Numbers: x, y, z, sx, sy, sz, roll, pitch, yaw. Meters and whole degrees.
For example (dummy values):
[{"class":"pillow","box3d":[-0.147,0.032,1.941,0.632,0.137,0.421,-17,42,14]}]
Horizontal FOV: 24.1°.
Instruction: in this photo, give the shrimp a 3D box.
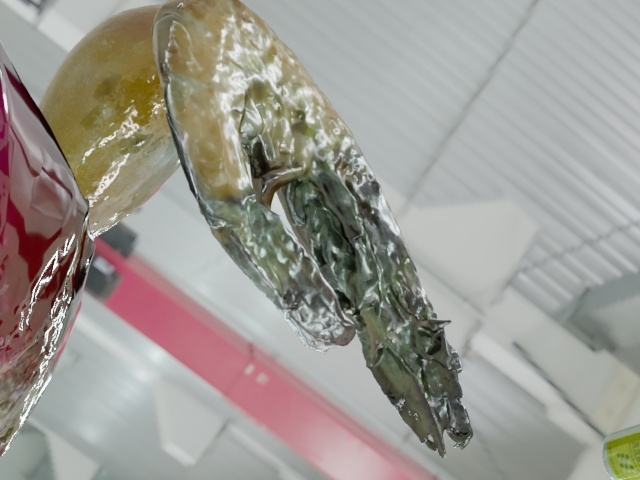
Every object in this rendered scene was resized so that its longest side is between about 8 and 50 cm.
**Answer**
[{"class":"shrimp","box3d":[0.000,0.000,1.188,0.085,0.445,0.272,-26,-166,22]}]

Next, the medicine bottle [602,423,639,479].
[{"class":"medicine bottle","box3d":[0.267,0.165,1.183,0.083,0.047,0.047,-28,-156,45]}]

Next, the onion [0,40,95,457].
[{"class":"onion","box3d":[-0.326,0.030,0.610,0.398,0.398,0.420,-39,-167,53]}]

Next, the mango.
[{"class":"mango","box3d":[-0.218,-0.097,1.505,0.316,0.146,0.193,-54,164,0]}]
